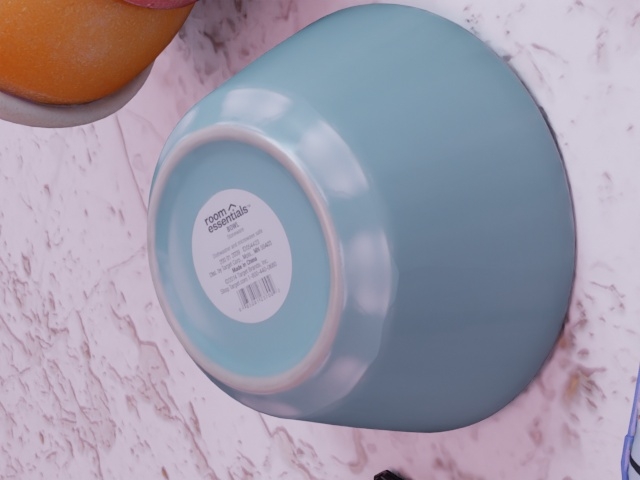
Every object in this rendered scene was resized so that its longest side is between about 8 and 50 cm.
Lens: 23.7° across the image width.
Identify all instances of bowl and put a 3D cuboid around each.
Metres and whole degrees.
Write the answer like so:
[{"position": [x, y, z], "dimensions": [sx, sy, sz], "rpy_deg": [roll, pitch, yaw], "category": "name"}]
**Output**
[{"position": [0.000, 0.000, 1.035], "dimensions": [0.311, 0.163, 0.311], "rpy_deg": [11, 108, 39], "category": "bowl"}]

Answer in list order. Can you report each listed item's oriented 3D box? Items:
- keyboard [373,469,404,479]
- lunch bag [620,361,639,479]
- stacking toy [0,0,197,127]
[{"position": [0.070, 0.276, 1.166], "dimensions": [0.108, 0.023, 0.180], "rpy_deg": [32, 124, 50], "category": "keyboard"}, {"position": [0.282, 0.141, 0.799], "dimensions": [0.243, 0.115, 0.303], "rpy_deg": [15, 110, 46], "category": "lunch bag"}, {"position": [-0.092, -0.310, 1.063], "dimensions": [0.480, 0.350, 0.350], "rpy_deg": [-21, 82, 32], "category": "stacking toy"}]
